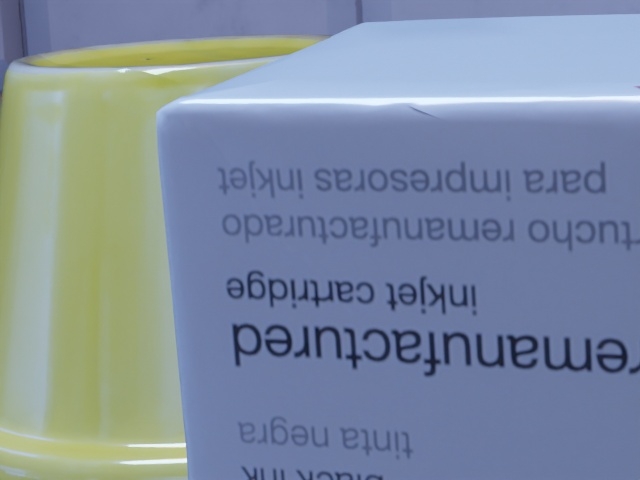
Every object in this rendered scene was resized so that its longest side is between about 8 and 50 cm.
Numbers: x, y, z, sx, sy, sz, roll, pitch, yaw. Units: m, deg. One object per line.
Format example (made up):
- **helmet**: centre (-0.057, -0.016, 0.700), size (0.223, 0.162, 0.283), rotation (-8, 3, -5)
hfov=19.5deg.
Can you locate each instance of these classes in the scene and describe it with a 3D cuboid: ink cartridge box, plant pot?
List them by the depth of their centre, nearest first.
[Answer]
- **ink cartridge box**: centre (0.087, 0.095, 0.381), size (0.197, 0.272, 0.114), rotation (1, 15, 21)
- **plant pot**: centre (-0.057, 0.030, 0.866), size (0.254, 0.239, 0.254), rotation (-4, 11, 1)
